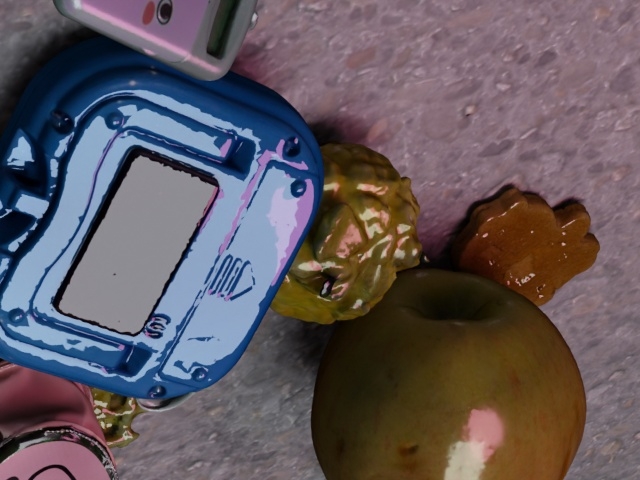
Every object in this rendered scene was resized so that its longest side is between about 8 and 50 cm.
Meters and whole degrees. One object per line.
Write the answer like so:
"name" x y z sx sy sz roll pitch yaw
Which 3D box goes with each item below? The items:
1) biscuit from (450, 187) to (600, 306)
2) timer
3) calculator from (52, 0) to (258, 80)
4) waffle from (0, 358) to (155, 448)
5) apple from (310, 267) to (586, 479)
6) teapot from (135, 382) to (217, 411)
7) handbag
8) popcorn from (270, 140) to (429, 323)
"biscuit" 0.250 0.011 2.046 0.184 0.035 0.249 -43 143 19
"timer" -0.171 -0.010 1.551 0.309 0.115 0.340 21 107 -29
"calculator" -0.136 -0.229 1.402 0.246 0.045 0.141 23 86 -49
"waffle" -0.345 0.204 1.838 0.317 0.073 0.297 -36 145 10
"apple" 0.143 0.189 1.948 0.338 0.338 0.305 -18 128 -15
"teapot" -0.186 0.103 1.763 0.159 0.159 0.232 -25 135 -5
"handbag" -0.311 0.233 1.747 0.179 0.116 0.205 -31 138 -6
"popcorn" 0.001 -0.003 1.731 0.189 0.169 0.218 5 127 -42
